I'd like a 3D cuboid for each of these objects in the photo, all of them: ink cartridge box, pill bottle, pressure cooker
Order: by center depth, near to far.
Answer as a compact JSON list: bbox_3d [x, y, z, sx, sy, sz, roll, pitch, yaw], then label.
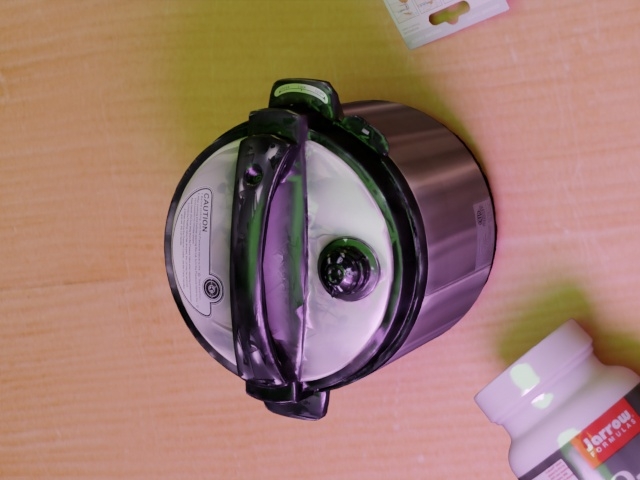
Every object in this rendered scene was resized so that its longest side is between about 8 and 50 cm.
[{"bbox_3d":[0.375,0.295,1.748,0.210,0.210,0.363,-44,78,26],"label":"pill bottle"},{"bbox_3d":[0.005,-0.001,1.770,0.375,0.420,0.370,-42,80,27],"label":"pressure cooker"},{"bbox_3d":[0.142,-0.396,1.826,0.189,0.066,0.232,-16,114,45],"label":"ink cartridge box"}]
